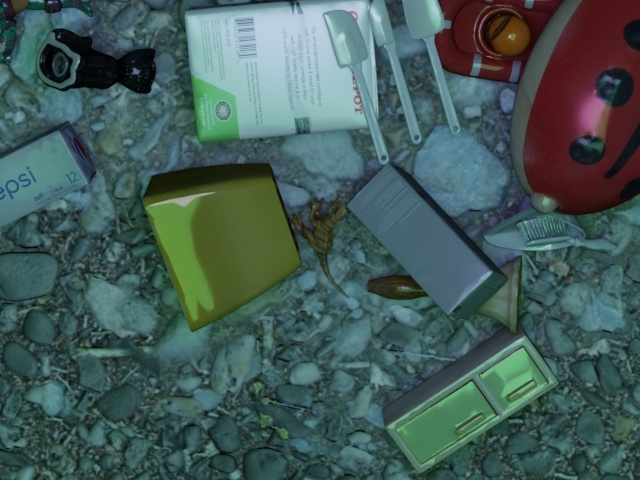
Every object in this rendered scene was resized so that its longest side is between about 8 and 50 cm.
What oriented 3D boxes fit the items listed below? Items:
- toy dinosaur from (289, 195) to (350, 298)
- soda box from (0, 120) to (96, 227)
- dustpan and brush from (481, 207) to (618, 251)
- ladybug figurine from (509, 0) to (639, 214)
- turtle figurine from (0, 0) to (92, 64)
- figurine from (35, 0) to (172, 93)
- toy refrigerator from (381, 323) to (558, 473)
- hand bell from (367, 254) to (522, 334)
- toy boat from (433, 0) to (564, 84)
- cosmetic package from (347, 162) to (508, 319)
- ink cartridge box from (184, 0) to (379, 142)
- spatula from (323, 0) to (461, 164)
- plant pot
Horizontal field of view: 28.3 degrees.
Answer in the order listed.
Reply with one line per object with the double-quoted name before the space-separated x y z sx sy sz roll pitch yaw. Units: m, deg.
"toy dinosaur" 0.000 0.000 1.992 0.064 0.112 0.211 -21 146 -17
"soda box" -0.497 -0.076 1.960 0.286 0.091 0.098 -26 104 6
"dustpan and brush" 0.380 -0.008 1.992 0.211 0.147 0.060 -3 74 -29
"ladybug figurine" 0.453 -0.223 1.845 0.305 0.162 0.449 32 89 -29
"turtle figurine" -0.463 -0.342 1.874 0.234 0.175 0.118 -20 84 -4
"figurine" -0.297 -0.319 1.865 0.092 0.209 0.214 25 105 31
"toy refrigerator" 0.239 0.254 2.049 0.270 0.094 0.102 -34 101 6
"hand bell" 0.195 0.079 2.019 0.242 0.126 0.126 3 104 12
"toy boat" 0.272 -0.308 1.885 0.231 0.151 0.150 8 103 -3
"cosmetic package" 0.164 0.004 1.926 0.238 0.127 0.107 45 99 17
"ink cartridge box" -0.056 -0.262 1.909 0.273 0.115 0.198 -5 104 -1
"spatula" 0.118 -0.245 1.860 0.168 0.019 0.242 -22 106 -10
"plant pot" -0.139 -0.013 1.922 0.187 0.212 0.212 -19 103 1
